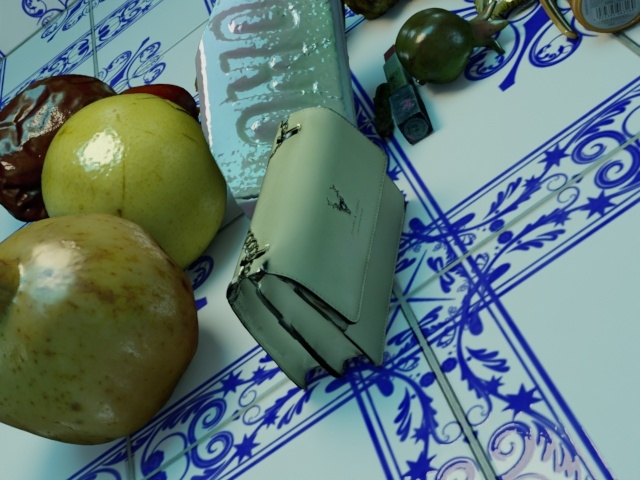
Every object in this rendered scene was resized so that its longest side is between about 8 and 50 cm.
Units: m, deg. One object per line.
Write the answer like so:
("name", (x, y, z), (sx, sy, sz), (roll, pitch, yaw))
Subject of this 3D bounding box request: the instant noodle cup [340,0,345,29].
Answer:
("instant noodle cup", (-0.070, -0.438, 2.178), (0.178, 0.240, 0.240), (2, 51, 36))

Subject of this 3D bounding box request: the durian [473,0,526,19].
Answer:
("durian", (0.337, -0.467, 1.900), (0.146, 0.102, 0.208), (29, 97, 39))

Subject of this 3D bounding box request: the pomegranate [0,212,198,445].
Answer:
("pomegranate", (-0.393, 0.124, 1.626), (0.410, 0.410, 0.410), (-27, 34, 20))

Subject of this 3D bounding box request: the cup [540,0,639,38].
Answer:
("cup", (0.438, -0.446, 1.712), (0.264, 0.182, 0.226), (-92, 24, -44))

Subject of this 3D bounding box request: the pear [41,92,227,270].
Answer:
("pear", (-0.334, -0.097, 1.913), (0.348, 0.348, 0.348), (-27, 34, 20))

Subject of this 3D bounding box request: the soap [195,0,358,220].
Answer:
("soap", (-0.075, -0.256, 1.814), (0.261, 0.156, 0.446), (-8, 72, 4))

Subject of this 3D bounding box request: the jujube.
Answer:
("jujube", (-0.620, -0.223, 2.446), (0.377, 0.276, 0.276), (-51, 33, -14))

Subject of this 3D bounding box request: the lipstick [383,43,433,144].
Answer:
("lipstick", (0.145, -0.276, 1.894), (0.051, 0.051, 0.312), (-33, 32, 16))

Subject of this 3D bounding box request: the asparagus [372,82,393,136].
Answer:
("asparagus", (0.113, -0.231, 1.891), (0.036, 0.030, 0.165), (-5, 38, 4))

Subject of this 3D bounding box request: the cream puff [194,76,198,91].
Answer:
("cream puff", (-0.202, -0.366, 2.276), (0.116, 0.146, 0.146), (18, 57, 15))

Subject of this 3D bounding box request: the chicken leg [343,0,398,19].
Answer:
("chicken leg", (0.157, -0.536, 2.118), (0.211, 0.140, 0.361), (-42, 27, -18))

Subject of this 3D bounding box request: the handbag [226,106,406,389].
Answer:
("handbag", (0.000, 0.000, 1.529), (0.160, 0.236, 0.358), (-22, 36, 31))

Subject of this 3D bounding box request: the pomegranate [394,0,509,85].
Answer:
("pomegranate", (0.229, -0.347, 1.836), (0.191, 0.131, 0.152), (-21, 24, -11))

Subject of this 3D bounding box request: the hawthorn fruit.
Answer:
("hawthorn fruit", (-0.350, -0.251, 2.291), (0.251, 0.189, 0.189), (-10, 39, 11))
